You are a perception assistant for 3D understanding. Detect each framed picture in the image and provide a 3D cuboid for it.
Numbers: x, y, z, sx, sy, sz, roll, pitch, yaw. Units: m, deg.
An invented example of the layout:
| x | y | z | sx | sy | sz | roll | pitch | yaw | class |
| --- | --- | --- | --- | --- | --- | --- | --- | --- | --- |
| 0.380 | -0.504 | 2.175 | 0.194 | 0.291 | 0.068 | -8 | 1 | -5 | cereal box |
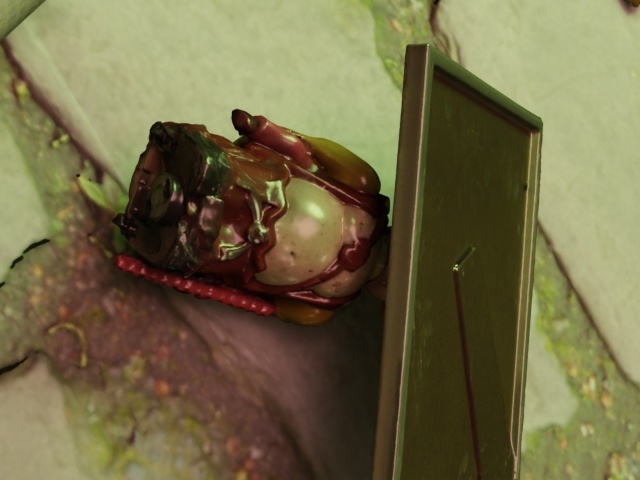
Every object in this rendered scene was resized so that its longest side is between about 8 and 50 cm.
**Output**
| x | y | z | sx | sy | sz | roll | pitch | yaw | class |
| --- | --- | --- | --- | --- | --- | --- | --- | --- | --- |
| 0.089 | 0.044 | 1.097 | 0.213 | 0.016 | 0.289 | 19 | 74 | -62 | framed picture |

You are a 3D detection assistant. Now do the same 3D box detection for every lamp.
| x | y | z | sx | sy | sz | roll | pitch | yaw | class |
| --- | --- | --- | --- | --- | --- | --- | --- | --- | --- |
| 0.000 | 0.000 | 1.090 | 0.253 | 0.118 | 0.118 | 19 | 68 | -31 | lamp |

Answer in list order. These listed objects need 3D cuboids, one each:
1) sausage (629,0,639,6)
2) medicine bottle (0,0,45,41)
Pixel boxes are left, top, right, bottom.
| x | y | z | sx | sy | sz | roll | pitch | yaw | class |
| --- | --- | --- | --- | --- | --- | --- | --- | --- | --- |
| 0.215 | -0.229 | 1.334 | 0.026 | 0.026 | 0.116 | -37 | 98 | -33 | sausage |
| -0.229 | -0.160 | 0.977 | 0.143 | 0.143 | 0.258 | 48 | 57 | -11 | medicine bottle |
